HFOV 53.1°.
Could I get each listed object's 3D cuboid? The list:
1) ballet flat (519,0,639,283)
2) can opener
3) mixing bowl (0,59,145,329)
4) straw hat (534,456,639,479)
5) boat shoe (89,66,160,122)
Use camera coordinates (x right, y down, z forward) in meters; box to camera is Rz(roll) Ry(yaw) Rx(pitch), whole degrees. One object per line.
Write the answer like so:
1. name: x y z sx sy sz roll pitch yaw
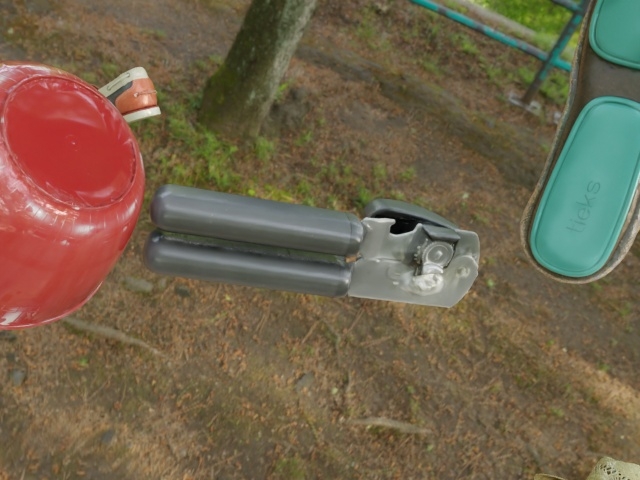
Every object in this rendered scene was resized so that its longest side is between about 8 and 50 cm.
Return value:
1. ballet flat: 0.239 -0.118 0.484 0.108 0.315 0.106 30 20 22
2. can opener: 0.000 0.000 0.542 0.284 0.075 0.095 9 24 -15
3. mixing bowl: -0.182 -0.043 0.406 0.181 0.098 0.181 28 51 -41
4. straw hat: 0.271 0.229 0.573 0.145 0.144 0.061 34 69 12
5. boat shoe: -0.201 -0.123 0.588 0.137 0.043 0.049 -5 17 37
